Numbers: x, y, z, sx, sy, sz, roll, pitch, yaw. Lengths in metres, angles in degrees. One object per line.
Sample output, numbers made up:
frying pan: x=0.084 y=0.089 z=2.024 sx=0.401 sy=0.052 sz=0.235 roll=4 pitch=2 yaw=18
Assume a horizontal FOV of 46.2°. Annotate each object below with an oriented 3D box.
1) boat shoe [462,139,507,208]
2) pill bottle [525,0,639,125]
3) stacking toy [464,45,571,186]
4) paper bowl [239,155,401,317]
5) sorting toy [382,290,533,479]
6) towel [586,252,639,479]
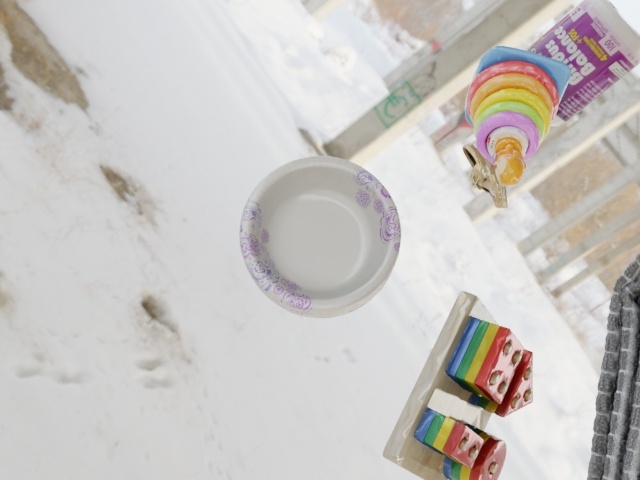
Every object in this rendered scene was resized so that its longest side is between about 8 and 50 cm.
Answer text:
boat shoe: x=0.303 y=-0.120 z=1.389 sx=0.063 sy=0.059 sz=0.170 roll=71 pitch=8 yaw=-48
pill bottle: x=0.490 y=-0.340 z=1.522 sx=0.169 sy=0.301 sz=0.169 roll=34 pitch=31 yaw=-24
stacking toy: x=0.324 y=-0.187 z=1.284 sx=0.166 sy=0.175 sz=0.301 roll=16 pitch=43 yaw=4
paper bowl: x=0.000 y=0.000 z=1.367 sx=0.284 sy=0.284 sz=0.148 roll=56 pitch=-7 yaw=12
sorting toy: x=0.230 y=0.245 z=1.104 sx=0.089 sy=0.257 sz=0.255 roll=18 pitch=-16 yaw=36
towel: x=0.338 y=0.162 z=0.637 sx=0.235 sy=0.283 sz=0.121 roll=16 pitch=-9 yaw=-37
